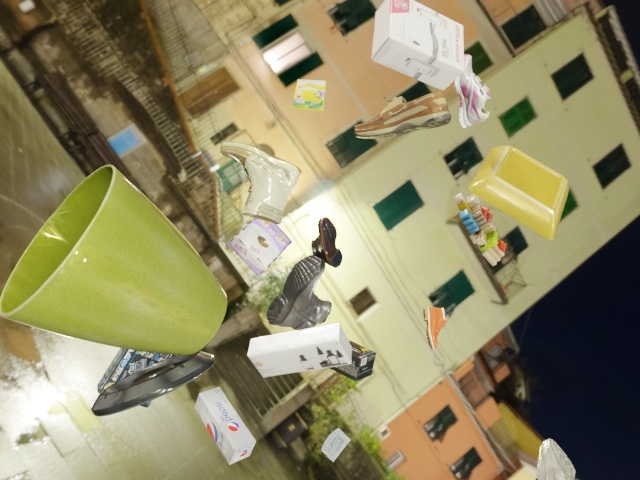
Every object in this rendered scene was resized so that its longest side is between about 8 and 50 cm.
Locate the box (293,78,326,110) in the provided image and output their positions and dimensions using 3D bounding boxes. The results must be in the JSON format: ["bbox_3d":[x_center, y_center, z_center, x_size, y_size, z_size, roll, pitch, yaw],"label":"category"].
[{"bbox_3d":[-0.035,-0.489,1.738,0.179,0.105,0.043,-83,176,-51],"label":"box"}]

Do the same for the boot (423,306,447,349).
[{"bbox_3d":[0.430,0.324,1.899,0.059,0.084,0.158,90,-4,-83],"label":"boot"}]

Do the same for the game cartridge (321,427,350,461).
[{"bbox_3d":[0.042,0.588,1.484,0.056,0.083,0.017,39,4,20],"label":"game cartridge"}]

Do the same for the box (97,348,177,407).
[{"bbox_3d":[-0.579,0.414,1.647,0.175,0.220,0.051,30,4,-31],"label":"box"}]

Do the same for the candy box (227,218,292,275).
[{"bbox_3d":[-0.221,0.008,1.899,0.165,0.196,0.070,48,-48,-6],"label":"candy box"}]

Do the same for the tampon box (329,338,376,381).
[{"bbox_3d":[0.118,0.473,2.047,0.161,0.101,0.120,19,12,35],"label":"tampon box"}]

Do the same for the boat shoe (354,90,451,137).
[{"bbox_3d":[0.270,-0.416,1.709,0.122,0.324,0.120,-14,95,-65],"label":"boat shoe"}]

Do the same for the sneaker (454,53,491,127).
[{"bbox_3d":[0.538,-0.525,1.796,0.111,0.103,0.252,0,-60,30],"label":"sneaker"}]

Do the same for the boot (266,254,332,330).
[{"bbox_3d":[-0.037,0.213,1.970,0.222,0.338,0.118,24,25,-36],"label":"boot"}]

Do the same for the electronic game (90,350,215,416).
[{"bbox_3d":[-0.306,0.263,0.951,0.229,0.229,0.048,161,-93,-78],"label":"electronic game"}]

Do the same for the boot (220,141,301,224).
[{"bbox_3d":[-0.172,-0.144,1.292,0.213,0.165,0.077,21,-6,-7],"label":"boot"}]

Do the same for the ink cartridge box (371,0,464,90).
[{"bbox_3d":[0.317,-0.639,1.650,0.283,0.207,0.117,15,-25,-21],"label":"ink cartridge box"}]

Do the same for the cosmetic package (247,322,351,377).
[{"bbox_3d":[-0.051,0.275,1.269,0.060,0.239,0.099,-82,153,-51],"label":"cosmetic package"}]

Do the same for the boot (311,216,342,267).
[{"bbox_3d":[0.000,0.000,1.752,0.106,0.082,0.219,20,-39,35],"label":"boot"}]

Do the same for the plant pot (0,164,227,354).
[{"bbox_3d":[-0.312,0.072,0.863,0.293,0.275,0.275,41,-2,-34],"label":"plant pot"}]

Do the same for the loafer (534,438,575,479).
[{"bbox_3d":[0.634,0.652,1.409,0.112,0.111,0.319,50,19,10],"label":"loafer"}]

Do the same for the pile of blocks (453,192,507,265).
[{"bbox_3d":[0.739,-0.068,2.333,0.112,0.149,0.362,-34,-96,35],"label":"pile of blocks"}]

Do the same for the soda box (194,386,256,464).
[{"bbox_3d":[-0.370,0.704,1.967,0.286,0.098,0.091,43,-57,34],"label":"soda box"}]

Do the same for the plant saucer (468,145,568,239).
[{"bbox_3d":[0.727,-0.198,1.815,0.332,0.333,0.081,34,-42,7],"label":"plant saucer"}]
